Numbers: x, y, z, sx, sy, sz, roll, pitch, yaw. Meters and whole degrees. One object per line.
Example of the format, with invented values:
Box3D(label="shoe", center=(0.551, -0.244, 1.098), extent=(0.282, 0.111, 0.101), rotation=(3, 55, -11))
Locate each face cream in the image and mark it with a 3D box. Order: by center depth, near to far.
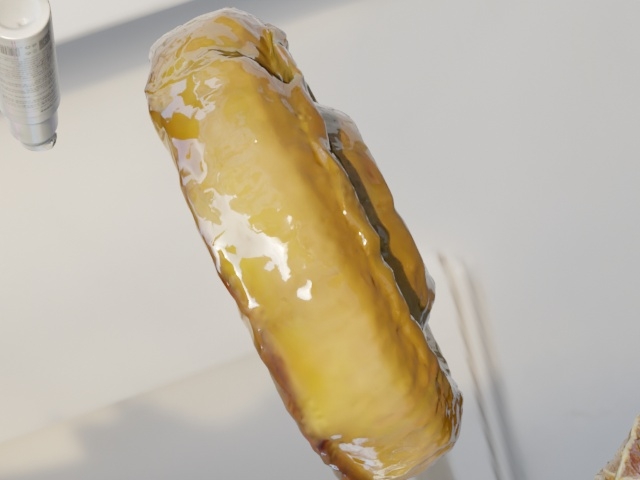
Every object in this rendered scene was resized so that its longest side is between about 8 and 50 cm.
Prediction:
Box3D(label="face cream", center=(-0.150, -0.082, 0.688), extent=(0.130, 0.034, 0.034), rotation=(105, 148, -65))

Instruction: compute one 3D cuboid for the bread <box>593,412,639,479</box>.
Box3D(label="bread", center=(0.242, 0.199, 0.988), extent=(0.105, 0.076, 0.233), rotation=(19, 91, 56))

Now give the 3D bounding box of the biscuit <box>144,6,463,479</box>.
Box3D(label="biscuit", center=(0.000, 0.000, 0.778), extent=(0.296, 0.102, 0.296), rotation=(63, -174, -12))
